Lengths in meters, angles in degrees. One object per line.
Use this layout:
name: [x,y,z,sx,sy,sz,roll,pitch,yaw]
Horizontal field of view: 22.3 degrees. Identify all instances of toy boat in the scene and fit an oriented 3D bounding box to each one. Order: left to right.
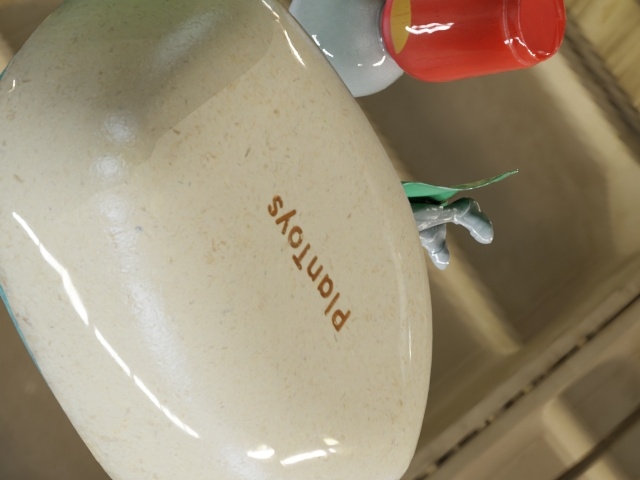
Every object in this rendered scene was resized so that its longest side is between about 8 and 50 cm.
toy boat: [-0.019,-0.026,0.722,0.318,0.148,0.267,-49,-53,-36]

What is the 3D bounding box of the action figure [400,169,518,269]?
action figure: [0.000,0.000,1.016,0.232,0.137,0.063,-6,-109,-36]
